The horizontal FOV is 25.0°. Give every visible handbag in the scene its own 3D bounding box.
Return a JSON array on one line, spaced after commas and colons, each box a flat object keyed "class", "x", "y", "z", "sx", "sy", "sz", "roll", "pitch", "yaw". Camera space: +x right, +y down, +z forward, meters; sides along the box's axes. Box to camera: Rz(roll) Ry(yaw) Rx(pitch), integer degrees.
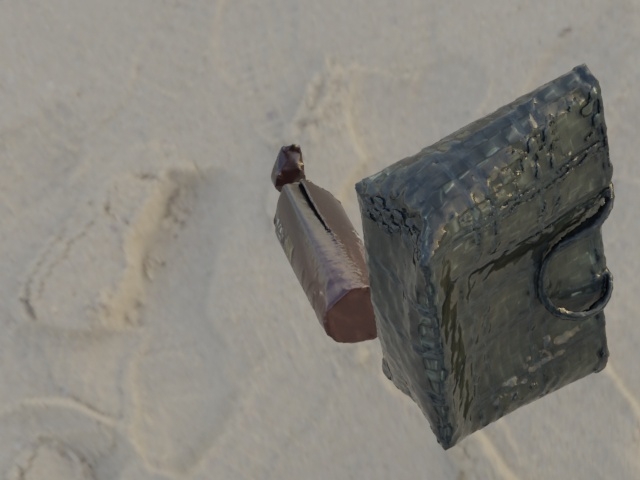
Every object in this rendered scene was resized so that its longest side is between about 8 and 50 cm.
[{"class": "handbag", "x": 0.121, "y": 0.021, "z": 0.956, "sx": 0.175, "sy": 0.270, "sz": 0.089, "roll": -25, "pitch": 43, "yaw": -17}]

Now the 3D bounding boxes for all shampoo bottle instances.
[{"class": "shampoo bottle", "x": -0.001, "y": -0.002, "z": 1.286, "sx": 0.068, "sy": 0.067, "sz": 0.236, "roll": -61, "pitch": 31, "yaw": 22}]
